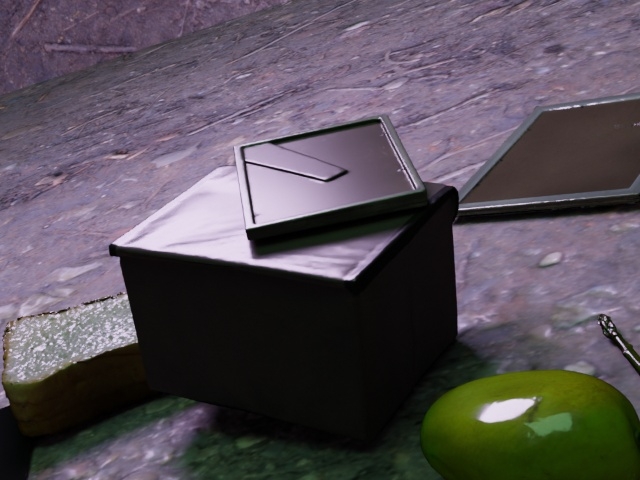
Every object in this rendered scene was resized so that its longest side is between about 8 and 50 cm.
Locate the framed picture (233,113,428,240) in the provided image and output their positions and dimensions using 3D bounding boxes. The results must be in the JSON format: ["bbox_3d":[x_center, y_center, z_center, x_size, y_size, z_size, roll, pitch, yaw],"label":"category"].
[{"bbox_3d":[0.003,-0.058,1.056,0.150,0.015,0.203,-12,24,-2],"label":"framed picture"}]

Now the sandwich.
[{"bbox_3d":[-0.209,0.104,1.222,0.214,0.065,0.186,-19,22,-4],"label":"sandwich"}]

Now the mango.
[{"bbox_3d":[0.143,0.130,0.819,0.117,0.089,0.163,-28,22,-21],"label":"mango"}]

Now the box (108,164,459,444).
[{"bbox_3d":[-0.023,0.044,1.047,0.252,0.153,0.188,7,30,32],"label":"box"}]

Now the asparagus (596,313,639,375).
[{"bbox_3d":[0.241,0.091,0.936,0.016,0.013,0.166,-60,16,12],"label":"asparagus"}]

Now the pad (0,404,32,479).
[{"bbox_3d":[-0.340,0.233,1.121,0.159,0.009,0.265,-20,22,-1],"label":"pad"}]

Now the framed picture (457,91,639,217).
[{"bbox_3d":[0.291,-0.100,1.357,0.231,0.018,0.293,-4,26,36],"label":"framed picture"}]
